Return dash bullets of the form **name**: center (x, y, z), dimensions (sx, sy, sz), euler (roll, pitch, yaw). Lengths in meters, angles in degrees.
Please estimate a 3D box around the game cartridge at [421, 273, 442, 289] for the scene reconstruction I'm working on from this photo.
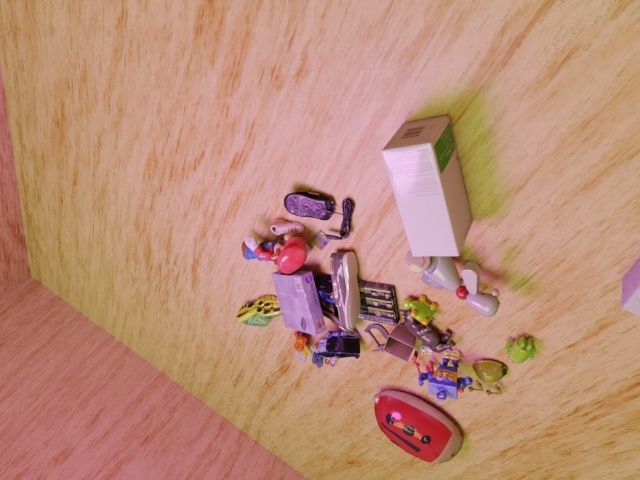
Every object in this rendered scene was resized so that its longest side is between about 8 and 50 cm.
- **game cartridge**: center (0.405, 0.143, 1.757), dimensions (0.083, 0.017, 0.056), euler (26, 139, 13)

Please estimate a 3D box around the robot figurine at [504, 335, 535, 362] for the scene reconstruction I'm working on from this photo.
- **robot figurine**: center (0.704, 0.386, 1.724), dimensions (0.101, 0.067, 0.115), euler (15, 133, 6)

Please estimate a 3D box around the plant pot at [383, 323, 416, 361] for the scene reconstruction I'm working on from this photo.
- **plant pot**: center (0.327, 0.399, 1.957), dimensions (0.108, 0.096, 0.109), euler (24, 138, 15)

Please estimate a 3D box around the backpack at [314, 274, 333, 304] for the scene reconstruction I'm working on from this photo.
- **backpack**: center (0.026, 0.202, 1.993), dimensions (0.120, 0.098, 0.101), euler (13, 134, 23)

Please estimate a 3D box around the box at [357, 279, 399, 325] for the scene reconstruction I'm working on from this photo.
- **box**: center (0.212, 0.246, 1.948), dimensions (0.190, 0.045, 0.184), euler (6, 125, 30)

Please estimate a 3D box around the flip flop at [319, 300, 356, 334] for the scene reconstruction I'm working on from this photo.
- **flip flop**: center (0.046, 0.287, 2.055), dimensions (0.277, 0.112, 0.080), euler (37, 95, 19)

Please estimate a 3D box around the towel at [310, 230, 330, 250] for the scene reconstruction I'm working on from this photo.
- **towel**: center (0.000, 0.000, 1.907), dimensions (0.060, 0.009, 0.083), euler (40, 136, -1)

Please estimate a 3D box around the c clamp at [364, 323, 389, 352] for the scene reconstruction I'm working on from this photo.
- **c clamp**: center (0.240, 0.420, 2.086), dimensions (0.137, 0.022, 0.161), euler (-12, 118, 39)

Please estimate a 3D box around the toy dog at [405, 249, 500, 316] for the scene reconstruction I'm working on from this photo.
- **toy dog**: center (0.442, 0.088, 1.589), dimensions (0.333, 0.220, 0.161), euler (30, 105, -2)

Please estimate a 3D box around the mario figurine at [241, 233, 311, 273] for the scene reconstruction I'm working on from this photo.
- **mario figurine**: center (-0.168, 0.021, 1.924), dimensions (0.320, 0.198, 0.170), euler (5, 124, 47)

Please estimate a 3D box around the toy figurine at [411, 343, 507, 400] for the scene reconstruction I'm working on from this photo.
- **toy figurine**: center (0.505, 0.555, 1.861), dimensions (0.362, 0.217, 0.192), euler (7, 116, 24)

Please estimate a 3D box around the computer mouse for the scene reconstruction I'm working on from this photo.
- **computer mouse**: center (-0.003, -0.095, 1.800), dimensions (0.261, 0.060, 0.184), euler (8, 125, 13)

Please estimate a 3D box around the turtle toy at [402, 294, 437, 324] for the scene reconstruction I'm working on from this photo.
- **turtle toy**: center (0.367, 0.257, 1.831), dimensions (0.130, 0.095, 0.066), euler (34, 157, 6)

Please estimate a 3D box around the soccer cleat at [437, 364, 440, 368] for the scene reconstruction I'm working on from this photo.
- **soccer cleat**: center (0.505, 0.538, 2.009), dimensions (0.035, 0.029, 0.083), euler (-16, 118, 31)

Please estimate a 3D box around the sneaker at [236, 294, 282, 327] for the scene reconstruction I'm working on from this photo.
- **sneaker**: center (-0.267, 0.339, 2.310), dimensions (0.295, 0.110, 0.123), euler (-19, 136, 39)

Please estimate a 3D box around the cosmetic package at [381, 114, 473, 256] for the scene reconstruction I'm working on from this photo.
- **cosmetic package**: center (0.322, -0.151, 1.441), dimensions (0.155, 0.197, 0.366), euler (-3, 125, 34)

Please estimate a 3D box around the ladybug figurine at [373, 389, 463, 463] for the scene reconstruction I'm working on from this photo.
- **ladybug figurine**: center (0.425, 0.854, 2.222), dimensions (0.449, 0.162, 0.305), euler (31, 136, 8)

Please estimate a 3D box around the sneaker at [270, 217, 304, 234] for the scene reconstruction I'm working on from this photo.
- **sneaker**: center (-0.135, -0.044, 1.915), dimensions (0.134, 0.070, 0.051), euler (14, 128, 23)

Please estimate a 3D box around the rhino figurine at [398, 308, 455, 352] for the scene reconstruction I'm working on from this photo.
- **rhino figurine**: center (0.396, 0.344, 1.887), dimensions (0.243, 0.073, 0.106), euler (36, 134, 4)

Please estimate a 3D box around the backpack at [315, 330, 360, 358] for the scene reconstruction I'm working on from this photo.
- **backpack**: center (0.069, 0.454, 2.129), dimensions (0.173, 0.117, 0.158), euler (-13, 160, 42)

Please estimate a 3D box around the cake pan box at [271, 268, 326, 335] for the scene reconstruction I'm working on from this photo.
- **cake pan box**: center (-0.095, 0.245, 2.028), dimensions (0.245, 0.070, 0.267), euler (-4, 103, 55)

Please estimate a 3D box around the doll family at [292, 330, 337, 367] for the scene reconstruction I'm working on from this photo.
- **doll family**: center (-0.035, 0.513, 2.271), dimensions (0.262, 0.118, 0.163), euler (21, 133, 18)

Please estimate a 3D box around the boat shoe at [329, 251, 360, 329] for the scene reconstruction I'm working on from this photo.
- **boat shoe**: center (0.090, 0.192, 1.885), dimensions (0.091, 0.109, 0.305), euler (2, 101, 32)

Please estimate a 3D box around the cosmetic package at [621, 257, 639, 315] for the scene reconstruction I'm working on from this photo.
- **cosmetic package**: center (0.962, 0.112, 1.283), dimensions (0.223, 0.138, 0.225), euler (23, 133, 15)
